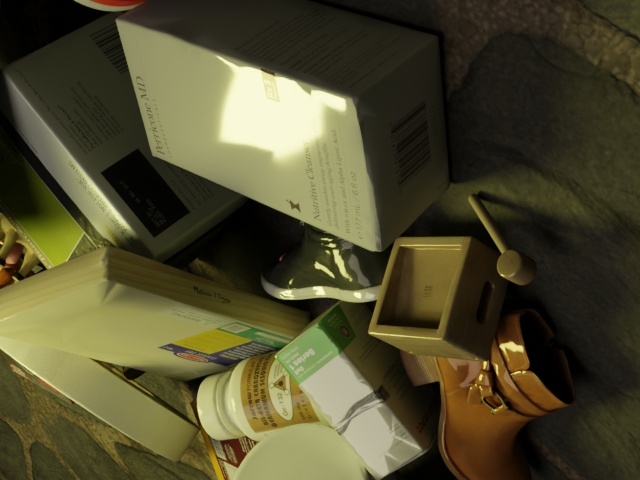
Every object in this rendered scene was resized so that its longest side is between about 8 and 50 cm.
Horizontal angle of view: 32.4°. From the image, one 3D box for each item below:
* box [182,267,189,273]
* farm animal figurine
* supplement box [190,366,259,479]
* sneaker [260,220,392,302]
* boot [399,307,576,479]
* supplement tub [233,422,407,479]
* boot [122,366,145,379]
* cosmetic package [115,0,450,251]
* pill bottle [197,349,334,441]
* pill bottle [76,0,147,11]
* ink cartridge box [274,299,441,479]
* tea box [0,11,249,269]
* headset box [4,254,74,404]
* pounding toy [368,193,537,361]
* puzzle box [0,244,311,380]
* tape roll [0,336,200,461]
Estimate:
[{"bbox_3d":[-0.266,0.101,1.931,0.164,0.021,0.201,11,130,44],"label":"box"},{"bbox_3d":[-0.464,0.045,1.980,0.327,0.172,0.330,35,161,-8],"label":"farm animal figurine"},{"bbox_3d":[-0.084,0.331,1.837,0.194,0.129,0.191,16,132,41],"label":"supplement box"},{"bbox_3d":[0.001,0.000,1.475,0.296,0.105,0.146,-2,105,58],"label":"sneaker"},{"bbox_3d":[0.244,0.209,1.389,0.220,0.109,0.283,-20,98,50],"label":"boot"},{"bbox_3d":[0.030,0.420,1.600,0.241,0.241,0.331,23,161,35],"label":"supplement tub"},{"bbox_3d":[-0.305,0.147,1.841,0.077,0.198,0.137,-36,88,17],"label":"boot"},{"bbox_3d":[-0.046,-0.164,1.313,0.385,0.156,0.217,21,137,35],"label":"cosmetic package"},{"bbox_3d":[-0.065,0.232,1.656,0.229,0.131,0.131,-15,111,28],"label":"pill bottle"},{"bbox_3d":[-0.201,-0.403,1.248,0.181,0.181,0.323,55,146,-5],"label":"pill bottle"},{"bbox_3d":[0.062,0.195,1.501,0.093,0.160,0.219,-39,88,23],"label":"ink cartridge box"},{"bbox_3d":[-0.314,-0.096,1.629,0.329,0.220,0.323,51,145,2],"label":"tea box"},{"bbox_3d":[-0.574,0.191,2.290,0.218,0.110,0.293,20,135,37],"label":"headset box"},{"bbox_3d":[0.180,0.045,1.293,0.094,0.181,0.206,28,162,-37],"label":"pounding toy"},{"bbox_3d":[-0.242,0.117,1.589,0.272,0.409,0.052,-20,62,33],"label":"puzzle box"},{"bbox_3d":[-0.382,0.240,1.876,0.392,0.072,0.392,33,171,6],"label":"tape roll"}]
